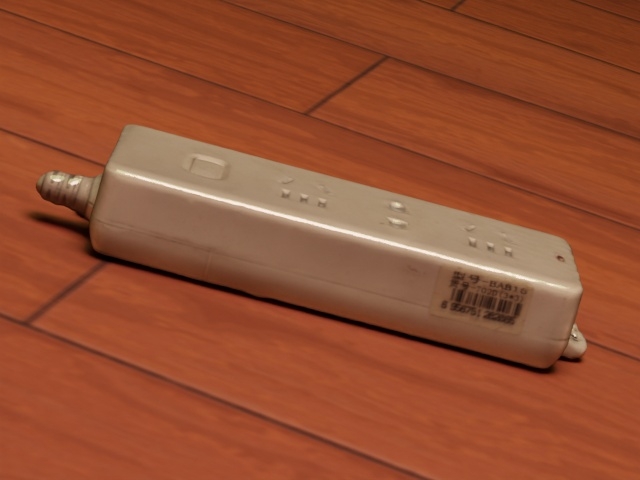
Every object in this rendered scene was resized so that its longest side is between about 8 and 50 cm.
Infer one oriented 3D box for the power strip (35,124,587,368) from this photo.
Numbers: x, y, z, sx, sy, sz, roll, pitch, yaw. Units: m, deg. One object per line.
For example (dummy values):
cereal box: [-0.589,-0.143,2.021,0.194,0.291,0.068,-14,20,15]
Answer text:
power strip: [0.000,0.000,1.059,0.338,0.058,0.098,14,21,-3]
